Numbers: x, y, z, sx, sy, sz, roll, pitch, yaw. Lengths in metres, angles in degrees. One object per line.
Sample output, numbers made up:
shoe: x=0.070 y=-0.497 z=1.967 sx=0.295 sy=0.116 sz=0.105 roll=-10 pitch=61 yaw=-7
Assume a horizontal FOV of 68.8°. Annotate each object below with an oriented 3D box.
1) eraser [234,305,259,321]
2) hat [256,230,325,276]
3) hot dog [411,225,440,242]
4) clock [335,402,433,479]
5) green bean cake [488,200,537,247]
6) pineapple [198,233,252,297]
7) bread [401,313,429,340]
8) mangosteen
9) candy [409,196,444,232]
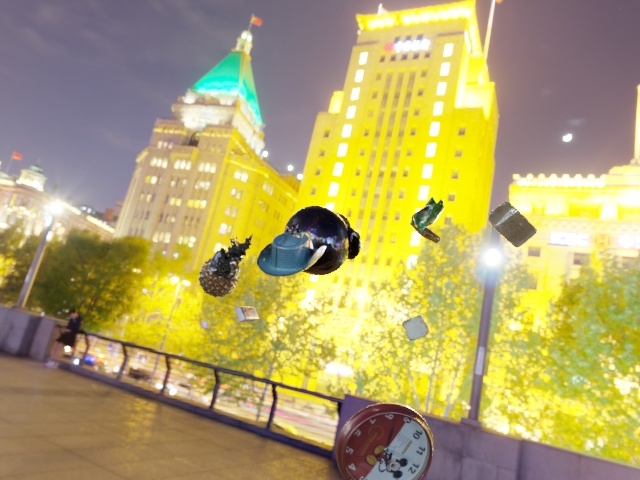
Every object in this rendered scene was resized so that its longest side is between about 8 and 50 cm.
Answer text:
eraser: x=-0.263 y=0.266 z=1.683 sx=0.029 sy=0.052 sz=0.122 roll=-29 pitch=-16 yaw=11
hat: x=-0.066 y=0.018 z=1.092 sx=0.138 sy=0.077 sz=0.191 roll=3 pitch=19 yaw=23
hot dog: x=0.429 y=-0.034 z=1.914 sx=0.137 sy=0.044 sz=0.028 roll=39 pitch=6 yaw=11
clock: x=0.207 y=0.671 z=1.504 sx=0.319 sy=0.318 sz=0.080 roll=15 pitch=4 yaw=-9
green bean cake: x=0.735 y=-0.061 z=1.795 sx=0.179 sy=0.109 sz=0.085 roll=33 pitch=21 yaw=-30
pineapple: x=-0.255 y=0.072 z=1.273 sx=0.125 sy=0.125 sz=0.251 roll=18 pitch=-35 yaw=-22
bread: x=0.327 y=0.300 z=1.608 sx=0.083 sy=0.076 sz=0.070 roll=-26 pitch=-14 yaw=7
mangosteen: x=0.000 y=0.000 z=1.423 sx=0.243 sy=0.242 sz=0.243 roll=12 pitch=-14 yaw=3
candy: x=0.409 y=-0.098 z=1.799 sx=0.078 sy=0.141 sz=0.203 roll=51 pitch=7 yaw=-7
